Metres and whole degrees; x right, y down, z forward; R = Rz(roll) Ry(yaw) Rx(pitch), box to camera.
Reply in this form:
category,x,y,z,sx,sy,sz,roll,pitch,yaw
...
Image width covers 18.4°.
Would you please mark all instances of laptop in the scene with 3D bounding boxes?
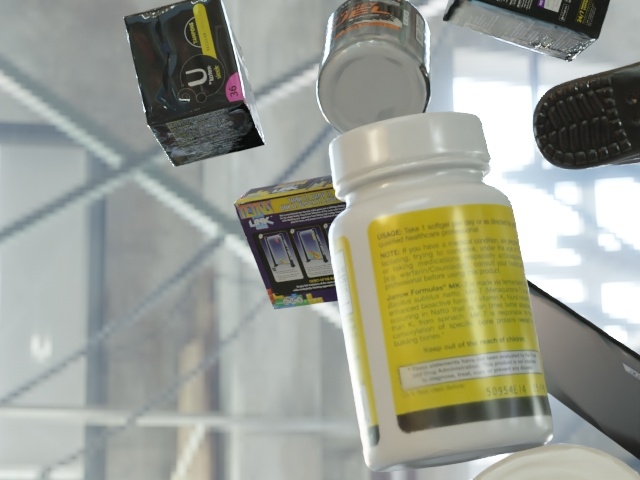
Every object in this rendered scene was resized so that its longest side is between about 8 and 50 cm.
category,x,y,z,sx,sy,sz,roll,pitch,yaw
laptop,0.285,0.108,1.615,0.264,0.137,0.234,-1,23,-32

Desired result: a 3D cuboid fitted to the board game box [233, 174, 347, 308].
category,x,y,z,sx,sy,sz,roll,pitch,yaw
board game box,0.000,0.000,2.257,0.170,0.141,0.048,-8,19,35

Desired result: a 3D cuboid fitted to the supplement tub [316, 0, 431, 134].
category,x,y,z,sx,sy,sz,roll,pitch,yaw
supplement tub,0.057,-0.187,2.045,0.117,0.117,0.190,1,26,2

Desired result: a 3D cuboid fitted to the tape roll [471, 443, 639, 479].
category,x,y,z,sx,sy,sz,roll,pitch,yaw
tape roll,0.255,0.354,2.036,0.246,0.246,0.169,-7,-33,18

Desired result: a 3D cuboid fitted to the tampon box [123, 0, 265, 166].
category,x,y,z,sx,sy,sz,roll,pitch,yaw
tampon box,-0.125,-0.159,1.988,0.101,0.120,0.161,-15,-13,1

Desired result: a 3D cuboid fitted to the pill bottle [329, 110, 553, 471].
category,x,y,z,sx,sy,sz,roll,pitch,yaw
pill bottle,0.070,0.032,1.225,0.119,0.208,0.119,-9,-10,-2

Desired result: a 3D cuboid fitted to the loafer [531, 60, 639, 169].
category,x,y,z,sx,sy,sz,roll,pitch,yaw
loafer,0.425,-0.161,2.228,0.366,0.134,0.130,-7,-2,15

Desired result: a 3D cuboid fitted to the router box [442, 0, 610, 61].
category,x,y,z,sx,sy,sz,roll,pitch,yaw
router box,0.186,-0.213,1.812,0.133,0.046,0.179,17,-2,-1
